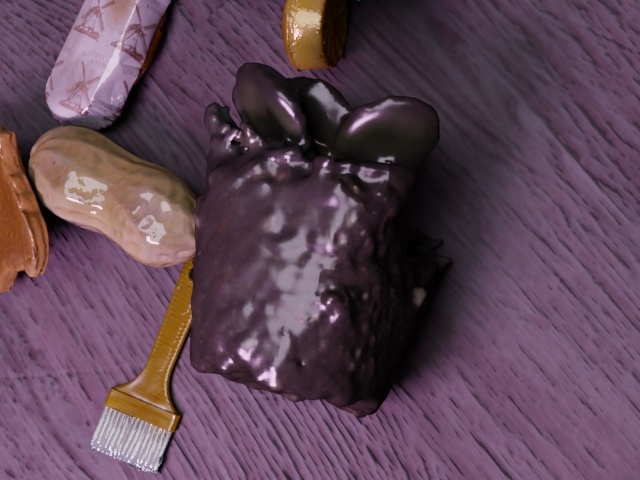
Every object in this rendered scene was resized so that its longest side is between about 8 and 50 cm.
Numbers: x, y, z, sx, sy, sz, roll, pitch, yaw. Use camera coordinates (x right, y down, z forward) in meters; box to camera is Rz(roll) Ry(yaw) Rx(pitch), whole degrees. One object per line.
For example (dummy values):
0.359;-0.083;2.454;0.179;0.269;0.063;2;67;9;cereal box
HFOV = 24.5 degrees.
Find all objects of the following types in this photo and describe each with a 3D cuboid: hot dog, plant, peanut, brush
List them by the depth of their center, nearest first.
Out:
0.000;0.000;1.225;0.199;0.188;0.276;10;85;28;plant
-0.144;0.104;1.363;0.082;0.010;0.218;20;87;27;brush
-0.189;-0.042;1.364;0.214;0.098;0.090;26;94;24;peanut
-0.203;-0.196;1.428;0.099;0.053;0.192;19;85;25;hot dog

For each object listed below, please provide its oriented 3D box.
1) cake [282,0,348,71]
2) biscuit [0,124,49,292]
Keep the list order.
-0.006;-0.194;1.322;0.044;0.084;0.084;3;81;19;cake
-0.315;-0.044;1.422;0.250;0.035;0.162;44;129;41;biscuit
